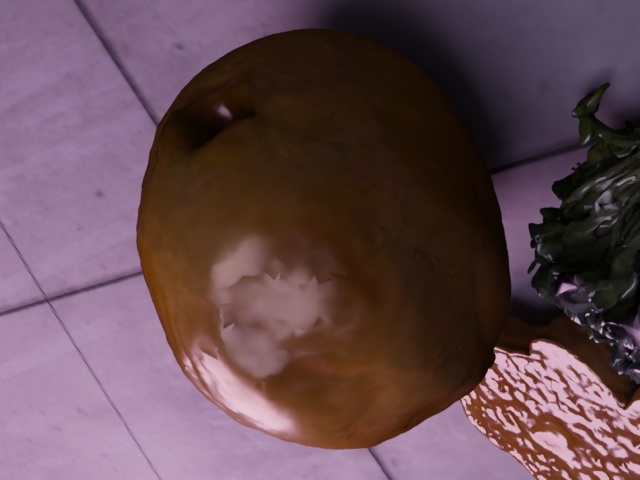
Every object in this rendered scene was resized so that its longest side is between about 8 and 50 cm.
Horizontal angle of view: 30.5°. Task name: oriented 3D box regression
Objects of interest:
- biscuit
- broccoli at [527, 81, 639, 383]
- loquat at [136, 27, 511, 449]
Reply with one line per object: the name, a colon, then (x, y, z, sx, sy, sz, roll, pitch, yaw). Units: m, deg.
biscuit: (0.203, 0.135, 0.701, 0.289, 0.044, 0.202, 28, 145, 39)
broccoli: (0.204, -0.069, 0.545, 0.165, 0.145, 0.304, 18, 119, 10)
loquat: (0.000, 0.000, 0.640, 0.193, 0.238, 0.238, -31, 107, 20)
